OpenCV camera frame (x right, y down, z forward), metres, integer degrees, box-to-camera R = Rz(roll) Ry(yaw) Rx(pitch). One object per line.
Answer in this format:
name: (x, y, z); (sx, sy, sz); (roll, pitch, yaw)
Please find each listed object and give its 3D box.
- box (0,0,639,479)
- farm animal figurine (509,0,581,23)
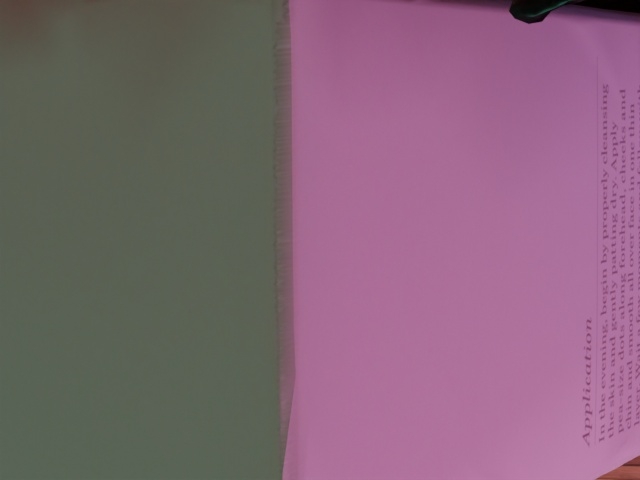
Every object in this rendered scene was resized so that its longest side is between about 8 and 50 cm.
box: (0.000, 0.000, 0.542); (0.215, 0.168, 0.345); (3, -174, 34)
farm animal figurine: (0.262, -0.031, 0.298); (0.330, 0.172, 0.327); (13, 179, -41)
